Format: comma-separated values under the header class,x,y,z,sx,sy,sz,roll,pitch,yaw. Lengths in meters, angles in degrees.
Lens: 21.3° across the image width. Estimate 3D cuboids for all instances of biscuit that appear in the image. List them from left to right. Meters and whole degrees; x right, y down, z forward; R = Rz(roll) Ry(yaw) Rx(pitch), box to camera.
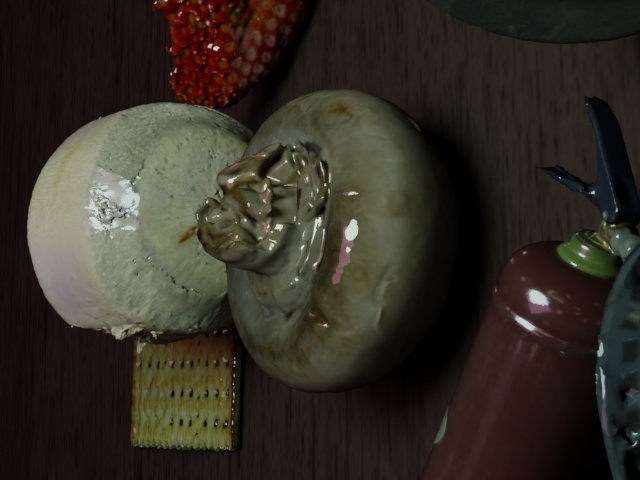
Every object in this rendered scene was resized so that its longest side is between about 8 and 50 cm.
class,x,y,z,sx,sy,sz,roll,pitch,yaw
biscuit,-0.129,0.131,1.627,0.231,0.016,0.139,-11,75,60

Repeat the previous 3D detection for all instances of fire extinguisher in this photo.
class,x,y,z,sx,sy,sz,roll,pitch,yaw
fire extinguisher,0.131,0.081,1.070,0.138,0.102,0.344,51,128,55

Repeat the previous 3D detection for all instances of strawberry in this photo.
class,x,y,z,sx,sy,sz,roll,pitch,yaw
strawberry,-0.061,-0.234,1.473,0.107,0.175,0.236,10,132,32

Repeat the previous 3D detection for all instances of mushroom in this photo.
class,x,y,z,sx,sy,sz,roll,pitch,yaw
mushroom,0.000,0.000,1.251,0.226,0.178,0.226,-7,81,51

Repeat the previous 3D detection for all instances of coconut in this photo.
class,x,y,z,sx,sy,sz,roll,pitch,yaw
coconut,-0.145,-0.010,1.491,0.234,0.224,0.224,-27,61,53

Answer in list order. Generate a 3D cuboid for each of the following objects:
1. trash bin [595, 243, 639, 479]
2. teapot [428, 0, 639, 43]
class,x,y,z,sx,sy,sz,roll,pitch,yaw
trash bin,0.241,0.072,0.806,0.161,0.175,0.175,-10,75,42
teapot,0.115,-0.294,0.985,0.239,0.321,0.239,-37,30,36
